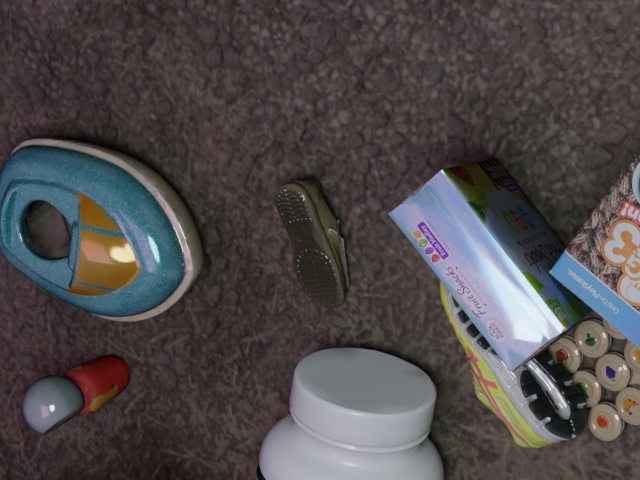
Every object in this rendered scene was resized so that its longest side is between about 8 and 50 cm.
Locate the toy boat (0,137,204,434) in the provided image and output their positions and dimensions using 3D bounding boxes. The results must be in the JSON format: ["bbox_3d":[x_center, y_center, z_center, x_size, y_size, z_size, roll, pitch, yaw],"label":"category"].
[{"bbox_3d":[-0.258,0.054,1.778,0.267,0.148,0.318,17,113,27],"label":"toy boat"}]

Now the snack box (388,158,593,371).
[{"bbox_3d":[0.163,0.016,1.457,0.070,0.207,0.174,-40,81,19],"label":"snack box"}]

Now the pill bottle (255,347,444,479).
[{"bbox_3d":[0.021,0.287,1.649,0.188,0.188,0.334,20,114,26],"label":"pill bottle"}]

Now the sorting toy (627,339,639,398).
[{"bbox_3d":[0.324,0.120,1.510,0.083,0.012,0.062,5,103,35],"label":"sorting toy"}]

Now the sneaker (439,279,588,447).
[{"bbox_3d":[0.168,0.114,1.571,0.208,0.081,0.094,62,150,15],"label":"sneaker"}]

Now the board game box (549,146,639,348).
[{"bbox_3d":[0.377,-0.023,1.353,0.232,0.141,0.291,41,122,16],"label":"board game box"}]

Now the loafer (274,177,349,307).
[{"bbox_3d":[0.000,0.000,1.659,0.056,0.050,0.148,4,123,35],"label":"loafer"}]

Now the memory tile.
[{"bbox_3d":[0.286,0.114,1.520,0.148,0.012,0.113,-39,75,38],"label":"memory tile"}]
